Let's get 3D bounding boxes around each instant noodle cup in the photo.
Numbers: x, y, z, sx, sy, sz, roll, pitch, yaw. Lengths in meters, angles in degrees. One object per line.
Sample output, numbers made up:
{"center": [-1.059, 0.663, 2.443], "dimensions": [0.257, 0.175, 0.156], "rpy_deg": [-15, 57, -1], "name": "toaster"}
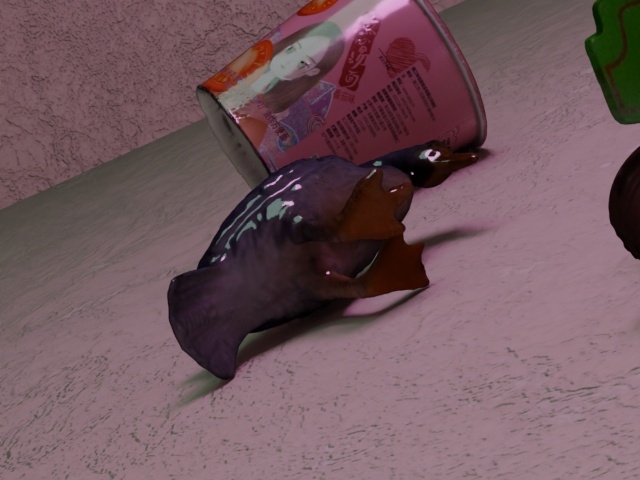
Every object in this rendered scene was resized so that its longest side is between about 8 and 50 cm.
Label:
{"center": [0.016, -0.141, 1.631], "dimensions": [0.231, 0.243, 0.243], "rpy_deg": [-34, 12, -9], "name": "instant noodle cup"}

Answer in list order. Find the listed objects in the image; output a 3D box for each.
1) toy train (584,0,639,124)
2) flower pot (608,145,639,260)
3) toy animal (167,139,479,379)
{"center": [0.285, -0.109, 0.985], "dimensions": [0.132, 0.188, 0.243], "rpy_deg": [-30, 11, -28], "name": "toy train"}
{"center": [0.226, -0.004, 0.881], "dimensions": [0.111, 0.111, 0.089], "rpy_deg": [-22, 27, 13], "name": "flower pot"}
{"center": [0.000, 0.000, 1.261], "dimensions": [0.298, 0.122, 0.185], "rpy_deg": [-35, 24, -14], "name": "toy animal"}
